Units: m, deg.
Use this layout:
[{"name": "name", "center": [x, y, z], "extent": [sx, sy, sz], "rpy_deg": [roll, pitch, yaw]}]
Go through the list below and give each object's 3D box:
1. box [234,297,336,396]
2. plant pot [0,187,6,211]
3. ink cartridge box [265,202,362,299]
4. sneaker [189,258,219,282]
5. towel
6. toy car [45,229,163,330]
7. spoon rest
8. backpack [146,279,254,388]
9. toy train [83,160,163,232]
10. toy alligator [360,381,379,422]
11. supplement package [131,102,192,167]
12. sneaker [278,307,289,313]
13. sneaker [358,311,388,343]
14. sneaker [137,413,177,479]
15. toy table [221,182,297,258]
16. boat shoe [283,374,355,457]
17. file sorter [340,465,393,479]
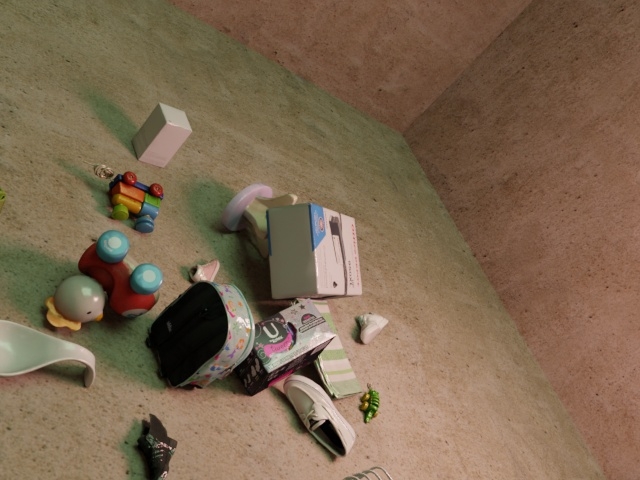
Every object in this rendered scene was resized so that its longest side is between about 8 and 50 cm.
[{"name": "box", "center": [-0.110, 0.288, 1.851], "extent": [0.247, 0.163, 0.142], "rpy_deg": [-24, 68, -38]}, {"name": "plant pot", "center": [-0.788, -0.088, 1.596], "extent": [0.083, 0.079, 0.083], "rpy_deg": [33, 29, -21]}, {"name": "ink cartridge box", "center": [-0.012, 0.048, 2.214], "extent": [0.395, 0.166, 0.285], "rpy_deg": [12, 71, -67]}, {"name": "sneaker", "center": [-0.349, 0.086, 2.010], "extent": [0.070, 0.051, 0.134], "rpy_deg": [41, 30, -19]}, {"name": "towel", "center": [0.025, 0.332, 2.097], "extent": [0.248, 0.038, 0.324], "rpy_deg": [15, 48, -66]}, {"name": "toy car", "center": [-0.526, 0.135, 1.581], "extent": [0.210, 0.219, 0.238], "rpy_deg": [45, 55, -2]}, {"name": "spoon rest", "center": [-0.593, 0.238, 1.404], "extent": [0.276, 0.084, 0.137], "rpy_deg": [23, 33, -38]}, {"name": "backpack", "center": [-0.280, 0.228, 1.677], "extent": [0.191, 0.253, 0.225], "rpy_deg": [12, 41, -48]}, {"name": "toy train", "center": [-0.580, -0.122, 1.939], "extent": [0.248, 0.105, 0.143], "rpy_deg": [25, 46, -35]}, {"name": "toy alligator", "center": [0.168, 0.505, 2.150], "extent": [0.056, 0.051, 0.189], "rpy_deg": [40, 27, -12]}, {"name": "supplement package", "center": [-0.528, -0.348, 2.231], "extent": [0.105, 0.179, 0.105], "rpy_deg": [15, 39, -45]}, {"name": "sneaker", "center": [-0.103, 0.275, 2.076], "extent": [0.121, 0.079, 0.217], "rpy_deg": [47, 18, 11]}, {"name": "sneaker", "center": [0.170, 0.308, 2.431], "extent": [0.094, 0.080, 0.212], "rpy_deg": [38, 18, 13]}, {"name": "sneaker", "center": [-0.366, 0.457, 1.457], "extent": [0.089, 0.051, 0.170], "rpy_deg": [38, 22, -13]}, {"name": "toy table", "center": [-0.197, -0.079, 2.292], "extent": [0.161, 0.252, 0.274], "rpy_deg": [33, 36, 13]}, {"name": "boat shoe", "center": [-0.010, 0.494, 1.873], "extent": [0.267, 0.096, 0.088], "rpy_deg": [52, 21, -4]}, {"name": "file sorter", "center": [0.085, 0.660, 1.581], "extent": [0.173, 0.193, 0.278], "rpy_deg": [52, 10, 23]}]
